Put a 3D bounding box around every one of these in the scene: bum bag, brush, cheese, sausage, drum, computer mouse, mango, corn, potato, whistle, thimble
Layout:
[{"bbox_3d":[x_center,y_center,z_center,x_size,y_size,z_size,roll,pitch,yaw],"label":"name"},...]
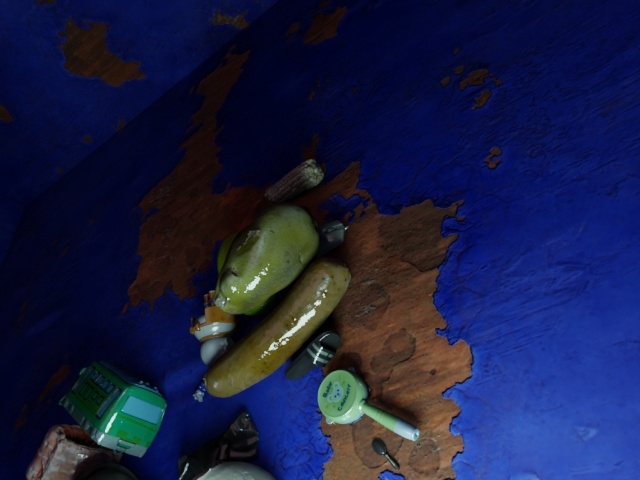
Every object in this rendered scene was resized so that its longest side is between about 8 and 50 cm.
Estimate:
[{"bbox_3d":[-0.262,0.542,1.195,0.248,0.060,0.123,-42,41,8],"label":"bum bag"},{"bbox_3d":[0.132,0.435,0.966,0.024,0.008,0.083,-50,41,-4],"label":"brush"},{"bbox_3d":[-0.166,0.558,1.009,0.189,0.198,0.154,21,74,37],"label":"cheese"},{"bbox_3d":[-0.106,0.237,1.223,0.501,0.123,0.136,-46,76,6],"label":"sausage"},{"bbox_3d":[0.104,0.343,1.026,0.253,0.049,0.130,-6,58,38],"label":"drum"},{"bbox_3d":[0.000,0.000,1.362,0.182,0.056,0.089,-32,49,19],"label":"computer mouse"},{"bbox_3d":[-0.217,0.100,1.421,0.175,0.143,0.293,-32,55,9],"label":"mango"},{"bbox_3d":[-0.082,-0.185,1.553,0.211,0.087,0.087,-32,44,29],"label":"corn"},{"bbox_3d":[-0.143,0.051,1.258,0.351,0.202,0.218,-47,9,-23],"label":"potato"},{"bbox_3d":[-0.335,0.424,1.370,0.033,0.029,0.083,30,87,11],"label":"whistle"},{"bbox_3d":[-0.712,0.653,1.383,0.239,0.239,0.162,9,68,44],"label":"thimble"}]

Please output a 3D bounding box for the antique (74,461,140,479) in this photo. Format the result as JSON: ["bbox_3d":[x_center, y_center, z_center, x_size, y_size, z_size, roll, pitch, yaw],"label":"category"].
[{"bbox_3d":[-0.511,0.709,1.171,0.322,0.185,0.255,39,79,16],"label":"antique"}]

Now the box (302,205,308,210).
[{"bbox_3d":[-0.092,-0.038,1.489,0.126,0.027,0.125,-23,49,28],"label":"box"}]

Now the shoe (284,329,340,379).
[{"bbox_3d":[-0.013,0.293,1.152,0.179,0.071,0.049,-45,42,15],"label":"shoe"}]

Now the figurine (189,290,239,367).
[{"bbox_3d":[-0.305,0.277,1.363,0.143,0.143,0.271,-20,51,30],"label":"figurine"}]

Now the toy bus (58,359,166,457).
[{"bbox_3d":[-0.632,0.497,1.459,0.344,0.183,0.199,9,64,44],"label":"toy bus"}]
